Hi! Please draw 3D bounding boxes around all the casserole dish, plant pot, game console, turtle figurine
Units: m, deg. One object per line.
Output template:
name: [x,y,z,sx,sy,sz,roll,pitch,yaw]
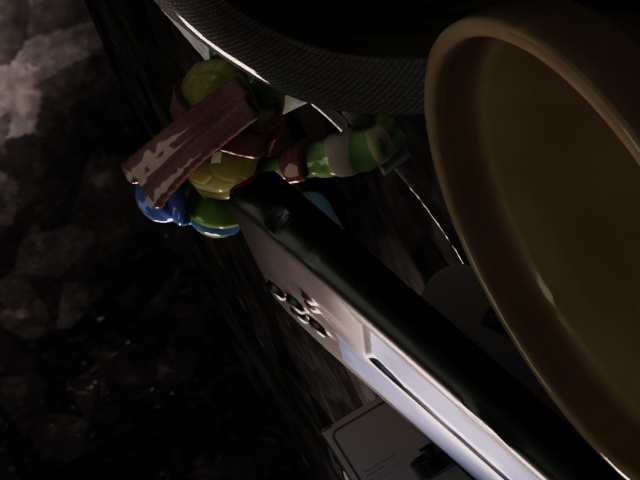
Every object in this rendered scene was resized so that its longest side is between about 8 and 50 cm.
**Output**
casserole dish: [0.000,0.000,1.388,0.114,0.037,0.188,60,169,9]
plant pot: [0.150,-0.008,0.501,0.237,0.109,0.237,58,167,22]
game console: [0.104,0.123,0.756,0.386,0.060,0.342,40,176,11]
turtle figurine: [-0.012,-0.133,0.883,0.198,0.274,0.266,-98,12,-51]

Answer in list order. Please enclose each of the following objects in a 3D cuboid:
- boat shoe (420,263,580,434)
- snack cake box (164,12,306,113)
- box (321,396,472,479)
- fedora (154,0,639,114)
boat shoe: [0.159,0.078,0.787,0.070,0.078,0.219,30,-177,-39]
snack cake box: [-0.090,-0.245,1.084,0.264,0.089,0.152,51,162,44]
box: [0.145,0.251,0.994,0.290,0.169,0.087,54,169,30]
fedora: [0.031,-0.174,0.500,0.275,0.243,0.124,36,-130,-55]
